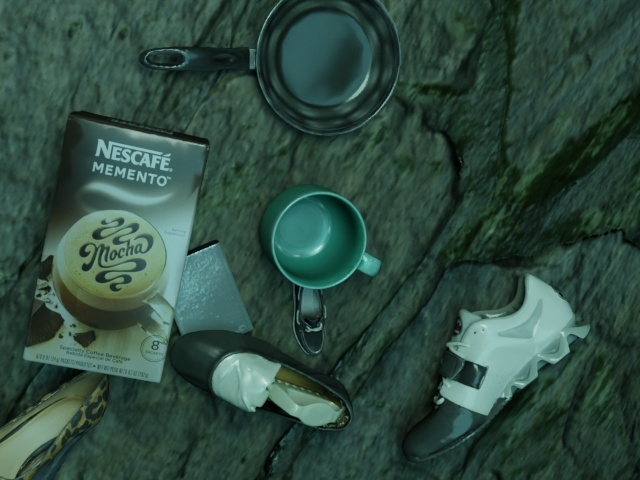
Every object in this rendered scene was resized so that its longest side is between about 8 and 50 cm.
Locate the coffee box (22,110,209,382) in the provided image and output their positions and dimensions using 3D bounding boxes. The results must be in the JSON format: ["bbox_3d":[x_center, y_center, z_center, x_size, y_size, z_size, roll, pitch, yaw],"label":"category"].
[{"bbox_3d":[-0.246,0.004,1.113,0.168,0.119,0.297,11,99,-9],"label":"coffee box"}]

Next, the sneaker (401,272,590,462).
[{"bbox_3d":[0.223,0.180,1.340,0.330,0.122,0.146,-42,94,-4],"label":"sneaker"}]

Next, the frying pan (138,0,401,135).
[{"bbox_3d":[-0.048,-0.210,1.177,0.326,0.053,0.197,-25,109,-9],"label":"frying pan"}]

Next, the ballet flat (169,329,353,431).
[{"bbox_3d":[-0.065,0.193,1.229,0.281,0.096,0.095,22,99,-28],"label":"ballet flat"}]

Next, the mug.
[{"bbox_3d":[-0.009,0.001,1.215,0.129,0.097,0.157,-32,111,-9],"label":"mug"}]

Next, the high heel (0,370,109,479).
[{"bbox_3d":[-0.354,0.224,1.091,0.093,0.261,0.186,32,90,15],"label":"high heel"}]

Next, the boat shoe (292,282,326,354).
[{"bbox_3d":[-0.013,0.105,1.271,0.046,0.038,0.125,-7,105,-17],"label":"boat shoe"}]

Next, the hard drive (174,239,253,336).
[{"bbox_3d":[-0.157,0.078,1.225,0.094,0.022,0.135,-24,109,-12],"label":"hard drive"}]
